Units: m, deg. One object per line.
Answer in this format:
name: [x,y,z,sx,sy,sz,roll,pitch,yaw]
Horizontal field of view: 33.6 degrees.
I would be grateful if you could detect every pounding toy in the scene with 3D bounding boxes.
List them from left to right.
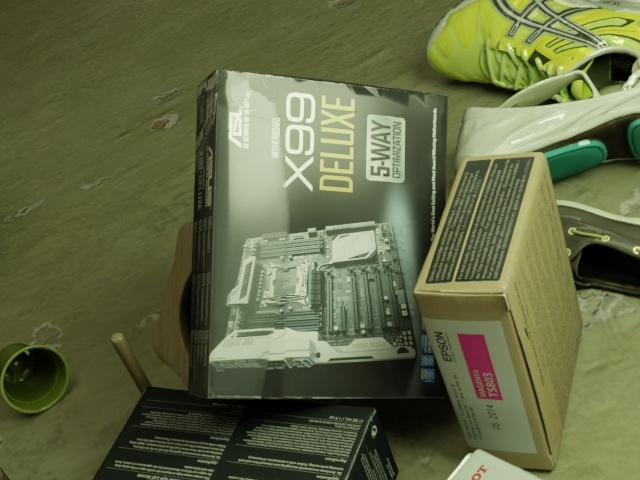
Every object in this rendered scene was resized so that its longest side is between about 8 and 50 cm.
pounding toy: [-0.109,0.103,1.102,0.154,0.269,0.155,25,19,25]

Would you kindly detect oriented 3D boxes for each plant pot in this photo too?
plant pot: [-0.357,0.158,1.280,0.083,0.083,0.079,-39,27,-22]

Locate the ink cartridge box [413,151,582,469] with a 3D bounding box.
ink cartridge box: [0.176,0.066,0.995,0.088,0.234,0.193,-1,41,26]

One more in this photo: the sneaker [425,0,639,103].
sneaker: [0.309,-0.253,1.407,0.385,0.145,0.147,3,43,31]

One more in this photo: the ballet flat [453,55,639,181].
ballet flat: [0.348,-0.152,1.252,0.400,0.139,0.139,-11,38,17]

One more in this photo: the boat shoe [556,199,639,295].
boat shoe: [0.288,0.011,1.135,0.228,0.081,0.068,8,41,30]

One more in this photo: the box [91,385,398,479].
box: [-0.082,0.247,1.004,0.261,0.103,0.184,1,40,27]

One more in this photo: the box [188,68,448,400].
box: [0.000,0.000,1.033,0.243,0.307,0.076,4,-6,-22]

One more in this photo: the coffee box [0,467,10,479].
coffee box: [-0.442,0.318,1.037,0.119,0.168,0.297,22,54,43]

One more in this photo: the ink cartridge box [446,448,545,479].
ink cartridge box: [0.169,0.268,0.878,0.175,0.072,0.127,20,53,42]
